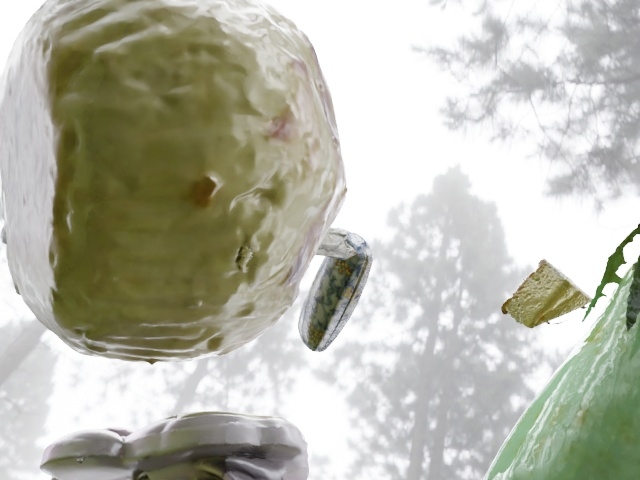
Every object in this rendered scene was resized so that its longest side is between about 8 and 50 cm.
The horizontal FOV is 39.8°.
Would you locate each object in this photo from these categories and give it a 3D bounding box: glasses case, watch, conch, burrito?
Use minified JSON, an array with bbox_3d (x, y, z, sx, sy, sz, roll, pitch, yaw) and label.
[{"bbox_3d":[0.023,0.094,1.544,0.065,0.087,0.248,-5,-46,-36],"label":"glasses case"},{"bbox_3d":[-0.121,0.268,0.757,0.248,0.218,0.211,-20,-34,30],"label":"watch"},{"bbox_3d":[0.130,0.080,0.345,0.105,0.079,0.170,30,-99,-11],"label":"conch"},{"bbox_3d":[-0.001,0.001,1.360,0.042,0.171,0.051,-40,-115,33],"label":"burrito"}]

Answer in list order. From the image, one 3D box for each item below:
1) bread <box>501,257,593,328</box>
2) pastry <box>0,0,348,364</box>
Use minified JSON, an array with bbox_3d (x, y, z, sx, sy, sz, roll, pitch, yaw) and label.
[{"bbox_3d":[0.345,0.098,1.340,0.080,0.084,0.109,36,-83,-33],"label":"bread"},{"bbox_3d":[-0.138,-0.069,0.861,0.312,0.388,0.389,-4,-56,-29],"label":"pastry"}]
